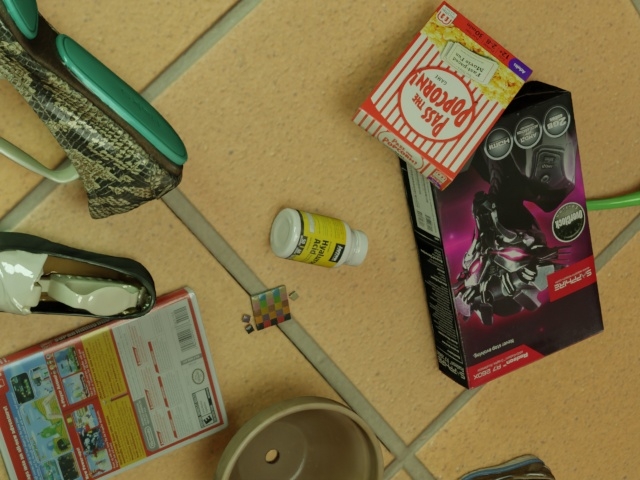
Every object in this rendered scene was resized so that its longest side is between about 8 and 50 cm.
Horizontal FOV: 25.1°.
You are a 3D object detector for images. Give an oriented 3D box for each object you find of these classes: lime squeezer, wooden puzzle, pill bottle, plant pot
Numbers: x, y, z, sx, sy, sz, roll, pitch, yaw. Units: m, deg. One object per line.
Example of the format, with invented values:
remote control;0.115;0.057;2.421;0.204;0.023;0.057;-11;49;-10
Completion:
lime squeezer;0.500;-0.022;2.092;0.310;0.059;0.110;29;92;-32
wooden puzzle;-0.065;0.087;1.866;0.083;0.006;0.049;-18;114;-21
pill bottle;0.000;0.000;1.836;0.116;0.065;0.065;11;101;-30
plant pot;-0.044;0.305;1.891;0.237;0.109;0.237;-9;110;-25

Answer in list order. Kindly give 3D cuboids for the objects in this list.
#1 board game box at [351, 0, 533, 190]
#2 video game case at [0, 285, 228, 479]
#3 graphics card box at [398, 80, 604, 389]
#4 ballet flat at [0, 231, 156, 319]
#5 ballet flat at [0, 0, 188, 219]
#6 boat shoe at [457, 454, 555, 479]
board game box;0.153;-0.181;1.800;0.146;0.045;0.193;37;70;-1
video game case;-0.266;0.197;1.790;0.285;0.025;0.204;-21;116;-20
graphics card box;0.247;-0.006;1.945;0.232;0.094;0.371;-20;113;-19
ballet flat;-0.316;0.045;1.670;0.280;0.096;0.095;5;105;-28
ballet flat;-0.338;-0.199;1.556;0.182;0.164;0.483;-31;122;8
boat shoe;0.259;0.367;2.093;0.183;0.066;0.066;-23;116;-19
